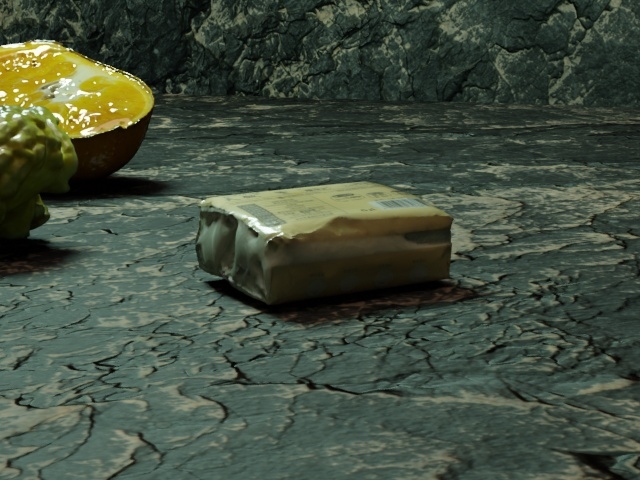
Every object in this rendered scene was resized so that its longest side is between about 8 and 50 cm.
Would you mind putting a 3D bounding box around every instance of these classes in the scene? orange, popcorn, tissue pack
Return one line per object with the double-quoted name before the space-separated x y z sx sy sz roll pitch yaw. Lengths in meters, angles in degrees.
"orange" -0.428 -0.208 1.933 0.310 0.274 0.274 43 15 -1
"popcorn" -0.393 -0.075 1.461 0.218 0.169 0.189 -15 -7 40
"tissue pack" 0.000 0.000 1.271 0.222 0.090 0.186 -9 16 -29
